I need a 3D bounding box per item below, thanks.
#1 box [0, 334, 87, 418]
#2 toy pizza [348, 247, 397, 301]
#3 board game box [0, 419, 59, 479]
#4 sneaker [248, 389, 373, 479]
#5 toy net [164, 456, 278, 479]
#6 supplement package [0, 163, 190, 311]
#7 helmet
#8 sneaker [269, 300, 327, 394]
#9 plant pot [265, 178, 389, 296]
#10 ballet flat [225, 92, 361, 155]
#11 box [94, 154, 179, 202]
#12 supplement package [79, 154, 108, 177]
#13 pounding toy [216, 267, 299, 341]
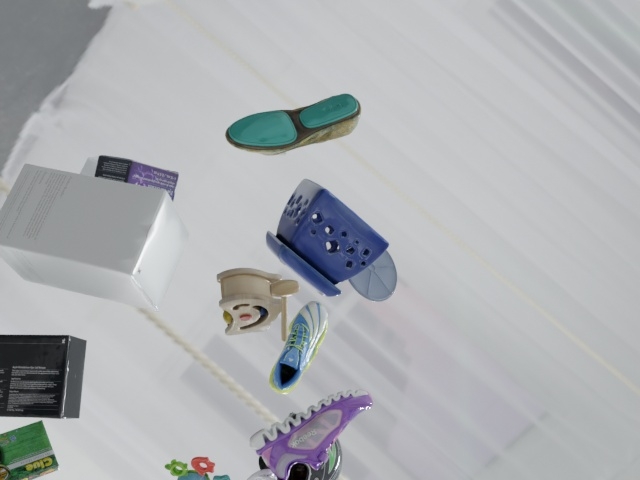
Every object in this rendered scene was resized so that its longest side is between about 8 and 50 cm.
[{"bbox_3d":[-0.675,0.306,1.827,0.103,0.261,0.184,55,36,-76],"label":"box"},{"bbox_3d":[0.137,0.083,2.325,0.032,0.201,0.201,-33,-169,45],"label":"toy pizza"},{"bbox_3d":[-0.758,0.520,1.890,0.260,0.136,0.030,-15,140,-27],"label":"board game box"},{"bbox_3d":[-0.004,0.351,1.456,0.237,0.104,0.095,-27,157,-6],"label":"sneaker"},{"bbox_3d":[-0.161,0.435,1.483,0.232,0.122,0.045,-4,-158,9],"label":"toy net"},{"bbox_3d":[-0.425,-0.004,1.515,0.175,0.293,0.177,77,28,-61],"label":"supplement package"},{"bbox_3d":[-0.032,0.458,1.704,0.169,0.162,0.169,-54,177,-5],"label":"helmet"},{"bbox_3d":[-0.045,0.257,1.928,0.126,0.091,0.240,136,-23,-83],"label":"sneaker"},{"bbox_3d":[0.000,0.000,2.087,0.212,0.236,0.236,-50,-161,0],"label":"plant pot"},{"bbox_3d":[-0.063,-0.270,2.021,0.349,0.123,0.123,-18,173,-12],"label":"ballet flat"},{"bbox_3d":[-0.416,-0.069,1.776,0.153,0.108,0.207,11,90,-58],"label":"box"},{"bbox_3d":[-0.534,-0.125,2.050,0.133,0.139,0.244,-61,-171,4],"label":"supplement package"},{"bbox_3d":[-0.160,0.159,1.813,0.269,0.154,0.154,127,-40,-54],"label":"pounding toy"}]
